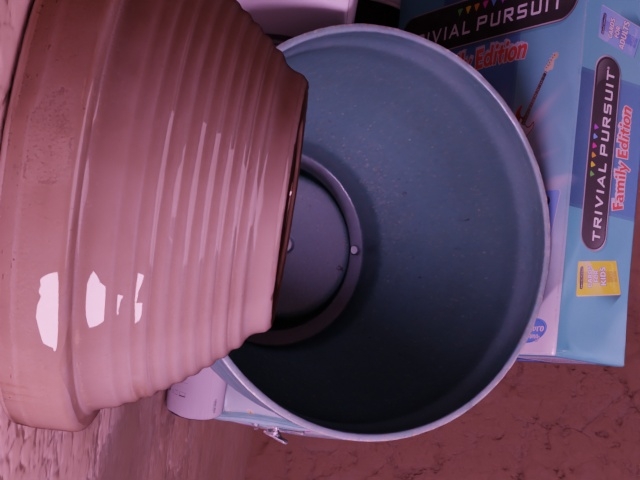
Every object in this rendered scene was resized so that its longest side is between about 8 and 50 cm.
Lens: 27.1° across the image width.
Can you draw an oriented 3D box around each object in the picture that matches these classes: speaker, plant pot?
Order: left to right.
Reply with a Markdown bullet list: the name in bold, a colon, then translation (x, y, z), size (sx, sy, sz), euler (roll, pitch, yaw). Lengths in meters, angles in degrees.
- **plant pot**: translation (-0.067, -0.026, 0.611), size (0.237, 0.109, 0.237), euler (8, 90, -89)
- **speaker**: translation (-0.106, 0.089, 1.194), size (0.055, 0.055, 0.136), euler (-80, 178, -73)
- **plant pot**: translation (0.000, 0.000, 1.016), size (0.196, 0.293, 0.293), euler (-9, -110, 65)

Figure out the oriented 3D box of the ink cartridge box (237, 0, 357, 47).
- **ink cartridge box**: translation (-0.021, -0.254, 1.019), size (0.289, 0.121, 0.211), euler (97, 1, -73)

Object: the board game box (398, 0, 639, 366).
- **board game box**: translation (0.153, -0.068, 1.121), size (0.254, 0.079, 0.336), euler (-6, -104, 57)

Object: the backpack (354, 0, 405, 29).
- **backpack**: translation (0.027, -0.229, 1.361), size (0.253, 0.225, 0.191), euler (64, 33, -67)

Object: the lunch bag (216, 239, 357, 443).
- **lunch bag**: translation (-0.020, 0.057, 1.285), size (0.108, 0.224, 0.279), euler (37, 60, -72)
